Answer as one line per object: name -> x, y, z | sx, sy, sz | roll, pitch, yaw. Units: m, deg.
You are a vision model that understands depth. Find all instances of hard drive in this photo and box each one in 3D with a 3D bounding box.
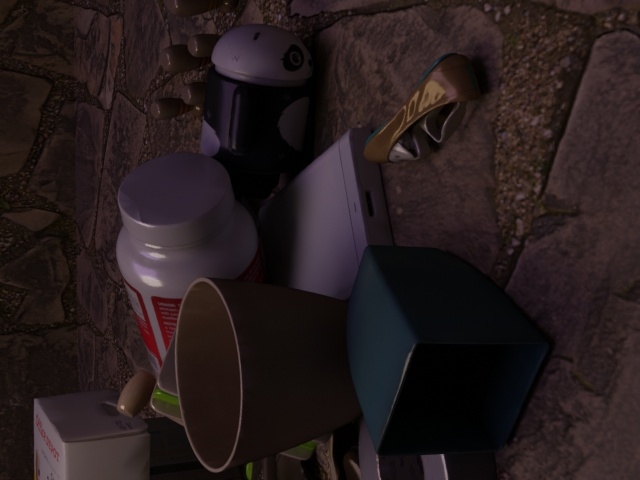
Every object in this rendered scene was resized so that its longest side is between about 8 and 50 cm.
hard drive -> 0.000, 0.000, 1.485 | 0.353, 0.047, 0.233 | -36, 60, 59

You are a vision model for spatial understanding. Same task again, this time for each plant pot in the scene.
plant pot -> 0.123, 0.113, 1.130 | 0.234, 0.166, 0.165 | -118, 36, -52
plant pot -> -0.032, 0.173, 1.307 | 0.256, 0.274, 0.256 | 5, 95, 62

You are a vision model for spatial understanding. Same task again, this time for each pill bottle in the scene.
pill bottle -> -0.206, 0.064, 1.563 | 0.408, 0.229, 0.229 | 84, 163, -44

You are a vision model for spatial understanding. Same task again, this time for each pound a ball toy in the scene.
pound a ball toy -> -0.144, 0.235, 1.485 | 0.208, 0.319, 0.136 | 119, 169, -61

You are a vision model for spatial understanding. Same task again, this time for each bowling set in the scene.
bowling set -> -0.197, -0.324, 1.789 | 0.200, 0.154, 0.287 | 38, 126, 34

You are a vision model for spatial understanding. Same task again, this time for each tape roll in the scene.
tape roll -> 0.132, 0.290, 1.215 | 0.219, 0.072, 0.219 | 8, 99, 64

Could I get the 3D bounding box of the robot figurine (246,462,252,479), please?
robot figurine -> -0.091, 0.412, 1.666 | 0.115, 0.067, 0.101 | 10, 113, 63

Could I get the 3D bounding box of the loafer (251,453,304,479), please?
loafer -> -0.067, 0.350, 1.599 | 0.102, 0.092, 0.268 | 131, 147, -51

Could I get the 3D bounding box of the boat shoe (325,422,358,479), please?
boat shoe -> 0.028, 0.335, 1.447 | 0.045, 0.050, 0.135 | 0, 91, 58

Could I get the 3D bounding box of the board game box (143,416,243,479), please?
board game box -> -0.264, 0.497, 1.842 | 0.097, 0.224, 0.303 | -58, 42, 44

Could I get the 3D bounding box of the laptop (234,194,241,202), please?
laptop -> -0.231, -0.040, 1.815 | 0.136, 0.264, 0.234 | 24, 126, 21

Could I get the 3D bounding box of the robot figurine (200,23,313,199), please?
robot figurine -> -0.102, -0.212, 1.541 | 0.209, 0.173, 0.278 | 40, 127, 52

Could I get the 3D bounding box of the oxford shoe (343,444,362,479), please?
oxford shoe -> 0.059, 0.405, 1.342 | 0.083, 0.096, 0.227 | 131, 133, -56

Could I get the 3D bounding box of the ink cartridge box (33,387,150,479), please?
ink cartridge box -> -0.428, 0.498, 1.743 | 0.279, 0.160, 0.385 | 17, 106, 62

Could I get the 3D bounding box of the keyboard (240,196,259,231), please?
keyboard -> -0.171, -0.077, 1.860 | 0.256, 0.014, 0.072 | -124, 36, -47

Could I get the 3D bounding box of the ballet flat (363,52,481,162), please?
ballet flat -> 0.125, -0.144, 1.201 | 0.073, 0.080, 0.232 | 62, 148, 15
